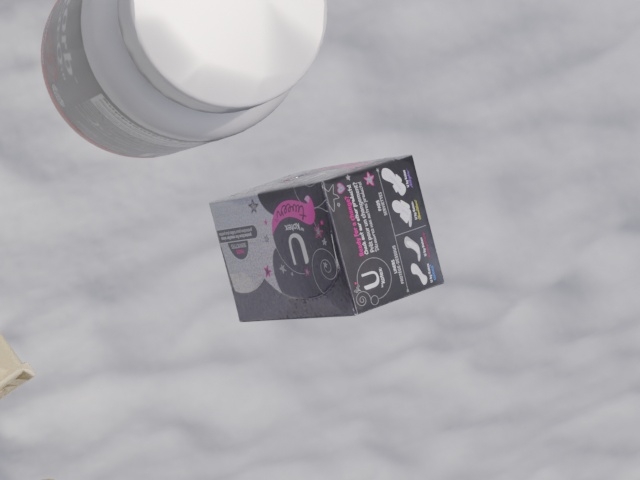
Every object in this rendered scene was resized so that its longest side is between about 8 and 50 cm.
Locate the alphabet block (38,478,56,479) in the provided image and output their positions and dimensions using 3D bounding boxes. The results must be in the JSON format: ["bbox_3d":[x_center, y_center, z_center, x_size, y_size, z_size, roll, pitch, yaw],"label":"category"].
[{"bbox_3d":[-0.299,0.344,1.227,0.193,0.192,0.197,-45,158,22],"label":"alphabet block"}]

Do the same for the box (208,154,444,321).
[{"bbox_3d":[0.000,0.000,1.679,0.142,0.163,0.247,-19,-173,-36],"label":"box"}]

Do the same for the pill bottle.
[{"bbox_3d":[-0.133,-0.192,1.332,0.210,0.210,0.363,-8,-178,-20],"label":"pill bottle"}]

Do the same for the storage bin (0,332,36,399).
[{"bbox_3d":[-0.393,0.065,1.184,0.123,0.262,0.260,-38,-177,-32],"label":"storage bin"}]
